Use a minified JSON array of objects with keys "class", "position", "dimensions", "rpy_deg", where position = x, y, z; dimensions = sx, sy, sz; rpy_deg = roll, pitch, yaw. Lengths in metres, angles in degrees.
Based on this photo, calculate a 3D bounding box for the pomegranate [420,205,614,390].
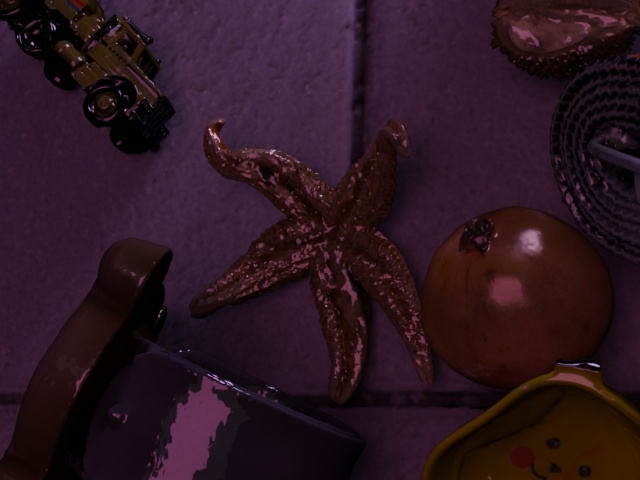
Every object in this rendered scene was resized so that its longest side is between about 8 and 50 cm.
[{"class":"pomegranate","position":[0.193,0.059,1.469],"dimensions":[0.191,0.191,0.191],"rpy_deg":[-3,80,20]}]

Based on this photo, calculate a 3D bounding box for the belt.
[{"class":"belt","position":[0.352,-0.071,1.386],"dimensions":[0.295,0.160,0.207],"rpy_deg":[31,126,44]}]

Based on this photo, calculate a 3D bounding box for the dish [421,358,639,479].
[{"class":"dish","position":[0.234,0.222,1.441],"dimensions":[0.221,0.108,0.262],"rpy_deg":[40,118,-1]}]

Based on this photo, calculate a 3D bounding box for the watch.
[{"class":"watch","position":[-0.125,0.201,1.532],"dimensions":[0.327,0.335,0.314],"rpy_deg":[26,86,3]}]

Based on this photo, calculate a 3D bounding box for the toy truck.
[{"class":"toy truck","position":[-0.265,-0.219,1.726],"dimensions":[0.127,0.127,0.257],"rpy_deg":[-39,70,-5]}]

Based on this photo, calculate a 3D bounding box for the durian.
[{"class":"durian","position":[0.272,-0.219,1.534],"dimensions":[0.188,0.091,0.148],"rpy_deg":[9,65,31]}]

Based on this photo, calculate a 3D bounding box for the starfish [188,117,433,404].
[{"class":"starfish","position":[0.006,-0.003,1.598],"dimensions":[0.375,0.094,0.327],"rpy_deg":[37,113,18]}]
